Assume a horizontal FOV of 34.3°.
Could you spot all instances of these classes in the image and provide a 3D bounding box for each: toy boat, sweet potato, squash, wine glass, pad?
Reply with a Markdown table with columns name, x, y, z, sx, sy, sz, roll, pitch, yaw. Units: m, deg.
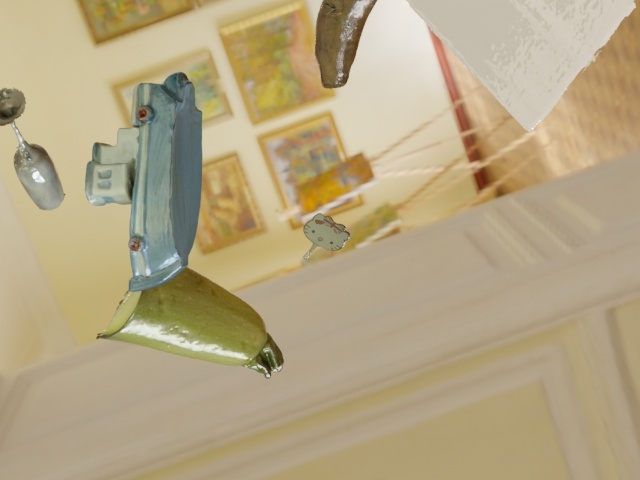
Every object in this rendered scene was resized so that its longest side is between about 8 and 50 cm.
| name | x | y | z | sx | sy | sz | roll | pitch | yaw |
| --- | --- | --- | --- | --- | --- | --- | --- | --- | --- |
| toy boat | -0.174 | -0.057 | 1.018 | 0.088 | 0.102 | 0.215 | -3 | -85 | -73 |
| sweet potato | 0.046 | -0.282 | 1.114 | 0.273 | 0.075 | 0.075 | -62 | 34 | 38 |
| squash | -0.153 | 0.101 | 1.397 | 0.287 | 0.137 | 0.137 | 20 | -144 | -37 |
| wine glass | -0.454 | -0.130 | 1.611 | 0.262 | 0.074 | 0.074 | 84 | 168 | -60 |
| pad | 0.130 | -0.213 | 0.822 | 0.232 | 0.004 | 0.156 | 51 | 139 | 14 |

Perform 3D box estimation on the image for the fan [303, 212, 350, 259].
| name | x | y | z | sx | sy | sz | roll | pitch | yaw |
| --- | --- | --- | --- | --- | --- | --- | --- | --- | --- |
| fan | 0.000 | 0.000 | 1.294 | 0.056 | 0.083 | 0.004 | 32 | -138 | -7 |
